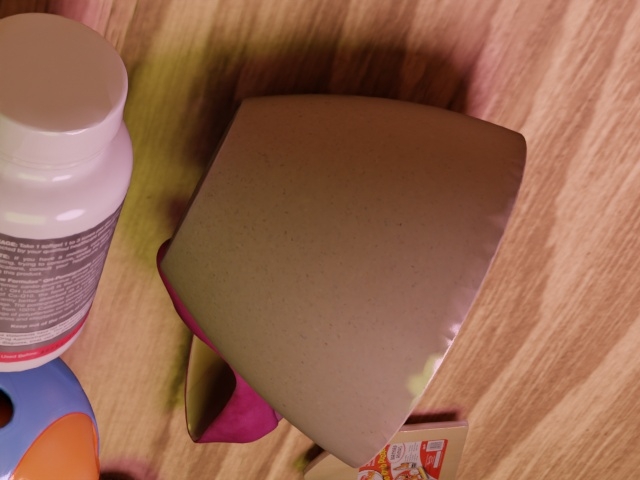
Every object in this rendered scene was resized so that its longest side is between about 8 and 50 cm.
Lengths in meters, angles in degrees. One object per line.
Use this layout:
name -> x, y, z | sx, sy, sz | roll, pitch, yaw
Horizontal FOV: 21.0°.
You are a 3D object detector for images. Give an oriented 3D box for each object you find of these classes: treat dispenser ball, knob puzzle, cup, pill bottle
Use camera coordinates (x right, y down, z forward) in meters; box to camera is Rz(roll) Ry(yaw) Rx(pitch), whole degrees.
treat dispenser ball -> -0.363, 0.217, 1.714 | 0.288, 0.288, 0.288 | -6, 144, -5
knob puzzle -> 0.074, 0.267, 2.109 | 0.213, 0.030, 0.213 | -7, 145, -5
cup -> 0.000, 0.000, 1.522 | 0.237, 0.331, 0.331 | 27, 136, -6
pill bottle -> -0.258, -0.040, 1.479 | 0.176, 0.176, 0.318 | 3, 143, -18

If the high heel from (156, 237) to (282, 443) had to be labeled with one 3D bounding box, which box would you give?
high heel -> -0.122, 0.120, 1.766 | 0.181, 0.127, 0.377 | -29, 145, 8
